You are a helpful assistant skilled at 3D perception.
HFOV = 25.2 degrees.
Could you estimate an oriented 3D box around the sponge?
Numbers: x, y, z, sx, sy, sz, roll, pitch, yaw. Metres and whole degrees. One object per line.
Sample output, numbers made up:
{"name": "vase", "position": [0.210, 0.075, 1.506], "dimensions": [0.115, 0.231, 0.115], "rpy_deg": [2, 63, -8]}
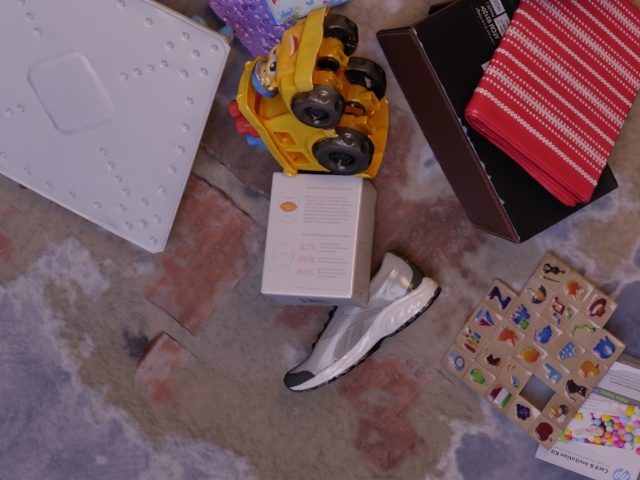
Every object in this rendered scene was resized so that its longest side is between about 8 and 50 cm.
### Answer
{"name": "sponge", "position": [-0.040, -0.342, 1.904], "dimensions": [0.210, 0.031, 0.117], "rpy_deg": [-40, 96, 26]}

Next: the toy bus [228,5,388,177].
{"name": "toy bus", "position": [-0.036, -0.185, 1.868], "dimensions": [0.211, 0.149, 0.220], "rpy_deg": [-3, 147, 25]}

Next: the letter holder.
{"name": "letter holder", "position": [0.218, -0.170, 1.842], "dimensions": [0.152, 0.214, 0.302], "rpy_deg": [-30, 101, -8]}

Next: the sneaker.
{"name": "sneaker", "position": [0.045, 0.118, 2.027], "dimensions": [0.271, 0.100, 0.108], "rpy_deg": [-42, 85, 20]}

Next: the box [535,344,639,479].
{"name": "box", "position": [0.395, 0.243, 1.992], "dimensions": [0.145, 0.038, 0.186], "rpy_deg": [20, 116, 10]}

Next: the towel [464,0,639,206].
{"name": "towel", "position": [0.296, -0.201, 1.728], "dimensions": [0.199, 0.275, 0.031], "rpy_deg": [36, 157, -20]}

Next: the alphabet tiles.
{"name": "alphabet tiles", "position": [0.299, 0.142, 1.971], "dimensions": [0.198, 0.009, 0.237], "rpy_deg": [39, 117, 17]}

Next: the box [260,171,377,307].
{"name": "box", "position": [0.000, 0.000, 1.950], "dimensions": [0.130, 0.091, 0.170], "rpy_deg": [3, 79, 17]}

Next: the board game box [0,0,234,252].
{"name": "board game box", "position": [-0.337, -0.215, 1.988], "dimensions": [0.390, 0.050, 0.390], "rpy_deg": [27, 130, 5]}

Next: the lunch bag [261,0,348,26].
{"name": "lunch bag", "position": [-0.025, -0.368, 1.819], "dimensions": [0.129, 0.096, 0.151], "rpy_deg": [-17, 114, 22]}
